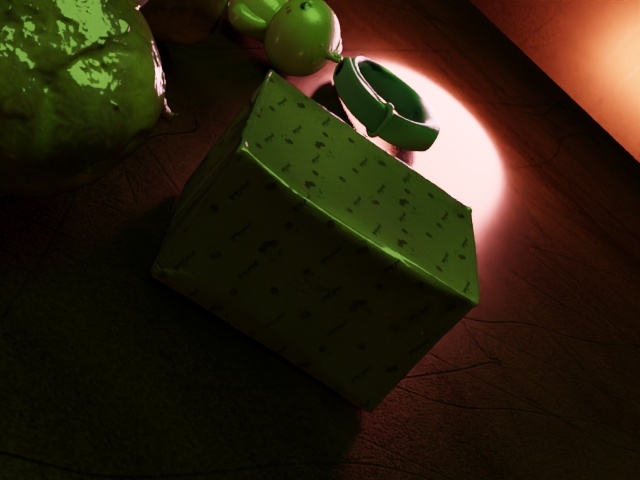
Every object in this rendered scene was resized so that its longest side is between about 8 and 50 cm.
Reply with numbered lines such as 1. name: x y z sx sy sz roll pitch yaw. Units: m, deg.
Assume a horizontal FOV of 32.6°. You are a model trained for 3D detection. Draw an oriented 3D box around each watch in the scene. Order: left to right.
1. watch: 0.117 -0.238 1.911 0.195 0.068 0.237 29 26 -21

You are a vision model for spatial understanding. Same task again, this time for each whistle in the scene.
1. whistle: -0.080 -0.377 1.788 0.294 0.141 0.141 43 25 9

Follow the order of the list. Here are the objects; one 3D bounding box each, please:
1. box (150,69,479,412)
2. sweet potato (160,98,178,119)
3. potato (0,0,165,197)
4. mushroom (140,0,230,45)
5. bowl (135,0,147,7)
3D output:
1. box: 0.000 0.000 1.205 0.297 0.190 0.225 33 26 -13
2. sweet potato: -0.258 -0.218 1.363 0.206 0.060 0.068 42 60 -20
3. potato: -0.296 -0.152 1.001 0.301 0.289 0.237 60 15 -62
4. mushroom: -0.339 -0.421 1.457 0.397 0.224 0.313 8 54 -38
5. bowl: -0.310 -0.316 1.175 0.354 0.354 0.185 11 62 -47
